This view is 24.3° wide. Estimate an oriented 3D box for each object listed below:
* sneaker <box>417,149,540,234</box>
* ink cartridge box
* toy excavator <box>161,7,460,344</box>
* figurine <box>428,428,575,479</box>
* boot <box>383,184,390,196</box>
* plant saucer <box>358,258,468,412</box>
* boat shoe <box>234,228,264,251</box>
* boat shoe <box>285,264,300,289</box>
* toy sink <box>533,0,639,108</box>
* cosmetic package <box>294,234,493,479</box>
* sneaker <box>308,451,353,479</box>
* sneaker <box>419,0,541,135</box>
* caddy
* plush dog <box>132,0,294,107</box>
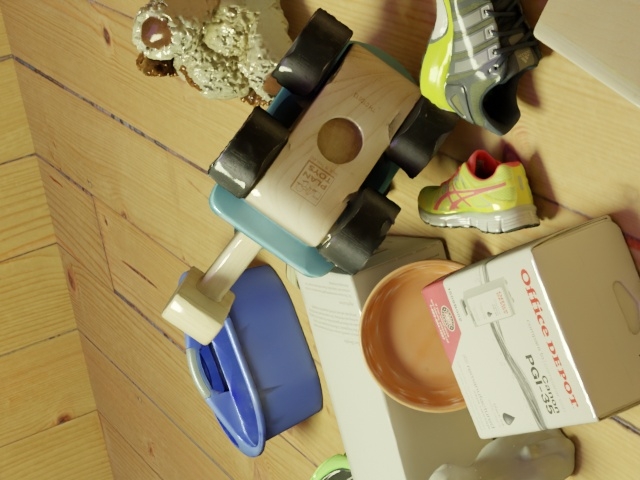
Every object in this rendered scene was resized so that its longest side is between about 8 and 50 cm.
[{"bbox_3d":[0.187,-0.063,1.782,0.208,0.081,0.094,7,107,57],"label":"sneaker"},{"bbox_3d":[0.254,0.106,1.704,0.207,0.117,0.283,69,157,3],"label":"ink cartridge box"},{"bbox_3d":[-0.044,-0.050,1.955,0.222,0.433,0.445,34,174,-5],"label":"toy excavator"},{"bbox_3d":[0.200,0.324,1.880,0.092,0.209,0.215,57,153,28],"label":"figurine"},{"bbox_3d":[0.012,-0.138,2.084,0.219,0.082,0.106,65,154,6],"label":"boot"},{"bbox_3d":[0.149,0.119,1.894,0.037,0.200,0.200,-49,-57,-76],"label":"plant saucer"},{"bbox_3d":[-0.097,-0.075,2.356,0.079,0.095,0.254,55,151,28],"label":"boat shoe"},{"bbox_3d":[0.006,-0.004,2.210,0.095,0.095,0.257,43,154,29],"label":"boat shoe"},{"bbox_3d":[0.330,-0.178,1.264,0.153,0.234,0.131,46,118,45],"label":"toy sink"},{"bbox_3d":[0.106,0.189,2.047,0.197,0.155,0.365,9,117,64],"label":"cosmetic package"},{"bbox_3d":[0.097,0.575,2.342,0.202,0.185,0.483,11,119,67],"label":"sneaker"},{"bbox_3d":[0.190,-0.242,1.613,0.121,0.111,0.300,41,150,31],"label":"sneaker"},{"bbox_3d":[-0.143,0.202,2.572,0.241,0.179,0.341,-21,89,68],"label":"caddy"},{"bbox_3d":[-0.143,-0.291,2.180,0.225,0.262,0.211,123,163,-58],"label":"plush dog"}]
